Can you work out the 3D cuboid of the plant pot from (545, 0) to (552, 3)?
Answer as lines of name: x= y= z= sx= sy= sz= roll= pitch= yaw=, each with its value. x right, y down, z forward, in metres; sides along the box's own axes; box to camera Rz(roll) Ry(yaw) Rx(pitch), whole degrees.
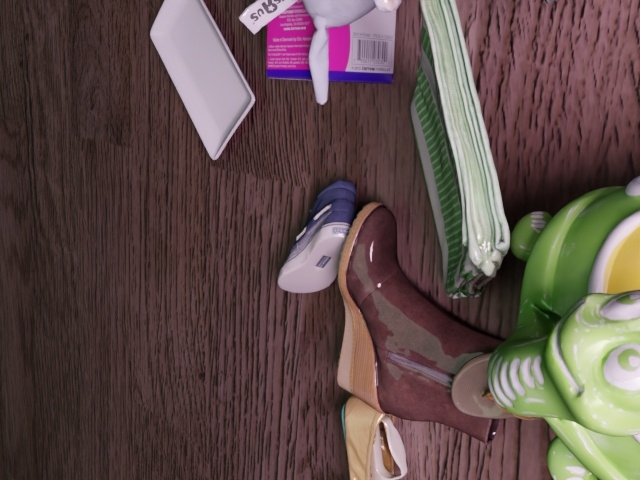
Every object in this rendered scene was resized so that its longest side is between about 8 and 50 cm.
plant pot: x=0.200 y=-0.355 z=0.547 sx=0.196 sy=0.293 sz=0.293 roll=-24 pitch=78 yaw=20

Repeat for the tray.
tray: x=-0.177 y=-0.269 z=1.143 sx=0.145 sy=0.030 sz=0.270 roll=-47 pitch=62 yaw=41

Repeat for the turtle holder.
turtle holder: x=0.254 y=0.047 z=0.495 sx=0.227 sy=0.320 sz=0.243 roll=-22 pitch=47 yaw=53

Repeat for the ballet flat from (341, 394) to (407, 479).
ballet flat: x=0.073 y=0.308 z=0.934 sx=0.073 sy=0.080 sz=0.232 roll=-5 pitch=94 yaw=34

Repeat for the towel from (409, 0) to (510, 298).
towel: x=0.113 y=-0.073 z=0.671 sx=0.038 sy=0.325 sz=0.248 roll=-11 pitch=79 yaw=6

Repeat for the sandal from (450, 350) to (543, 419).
sandal: x=0.211 y=0.150 z=0.738 sx=0.180 sy=0.049 sz=0.072 roll=0 pitch=98 yaw=32

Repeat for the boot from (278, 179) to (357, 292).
boot: x=0.000 y=0.000 z=0.979 sx=0.190 sy=0.069 sz=0.086 roll=136 pitch=145 yaw=-54

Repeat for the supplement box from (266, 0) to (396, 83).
supplement box: x=0.014 y=-0.295 z=0.861 sx=0.114 sy=0.111 sz=0.220 roll=16 pitch=108 yaw=47

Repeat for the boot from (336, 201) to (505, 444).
boot: x=0.122 y=0.089 z=0.855 sx=0.207 sy=0.090 sz=0.248 roll=12 pitch=103 yaw=33

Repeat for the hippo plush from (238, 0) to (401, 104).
hippo plush: x=0.010 y=-0.303 z=0.661 sx=0.294 sy=0.236 sz=0.234 roll=-43 pitch=93 yaw=13
